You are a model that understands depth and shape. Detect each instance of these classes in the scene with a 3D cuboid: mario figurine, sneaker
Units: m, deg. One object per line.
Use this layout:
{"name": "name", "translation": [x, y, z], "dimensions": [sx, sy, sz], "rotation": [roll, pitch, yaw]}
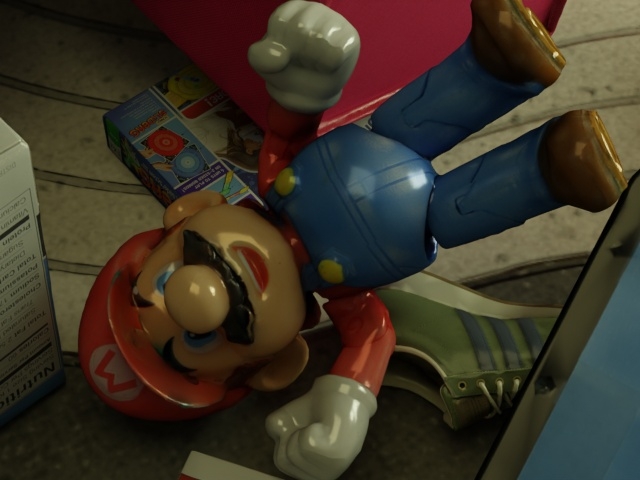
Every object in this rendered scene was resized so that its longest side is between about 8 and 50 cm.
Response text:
{"name": "mario figurine", "translation": [0.000, 0.000, 0.925], "dimensions": [0.320, 0.170, 0.198], "rotation": [-33, 45, 13]}
{"name": "sneaker", "translation": [0.101, 0.079, 0.987], "dimensions": [0.192, 0.064, 0.086], "rotation": [15, 57, 18]}

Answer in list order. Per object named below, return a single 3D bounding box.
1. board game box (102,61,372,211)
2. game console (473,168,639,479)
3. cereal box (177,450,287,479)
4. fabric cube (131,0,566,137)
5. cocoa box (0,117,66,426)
{"name": "board game box", "translation": [-0.021, -0.080, 1.116], "dimensions": [0.201, 0.035, 0.136], "rotation": [-33, 61, -21]}
{"name": "game console", "translation": [0.228, 0.125, 0.827], "dimensions": [0.173, 0.250, 0.293], "rotation": [33, 80, -26]}
{"name": "cereal box", "translation": [-0.033, 0.240, 0.880], "dimensions": [0.173, 0.047, 0.240], "rotation": [16, 56, 11]}
{"name": "fabric cube", "translation": [0.013, -0.257, 1.059], "dimensions": [0.254, 0.259, 0.258], "rotation": [-26, 60, -35]}
{"name": "cocoa box", "translation": [-0.341, -0.023, 0.956], "dimensions": [0.231, 0.228, 0.347], "rotation": [-36, 62, -25]}
